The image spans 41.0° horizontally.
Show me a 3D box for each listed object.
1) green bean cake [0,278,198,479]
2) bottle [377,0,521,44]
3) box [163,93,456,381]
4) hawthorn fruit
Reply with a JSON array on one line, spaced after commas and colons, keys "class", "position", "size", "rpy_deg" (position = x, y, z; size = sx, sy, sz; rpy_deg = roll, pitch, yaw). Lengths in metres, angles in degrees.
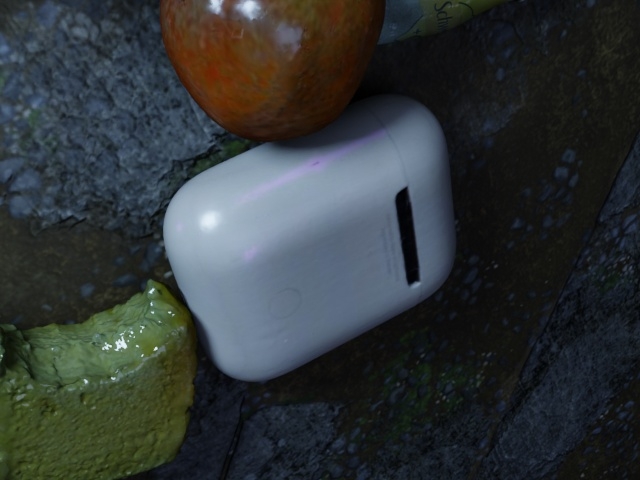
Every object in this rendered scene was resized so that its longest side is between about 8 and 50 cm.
[{"class": "green bean cake", "position": [-0.265, 0.157, 0.943], "size": [0.236, 0.124, 0.232], "rpy_deg": [-8, 124, -29]}, {"class": "bottle", "position": [0.140, -0.274, 0.955], "size": [0.270, 0.083, 0.083], "rpy_deg": [-16, 127, -26]}, {"class": "box", "position": [0.001, 0.001, 1.004], "size": [0.349, 0.141, 0.288], "rpy_deg": [-26, 129, -17]}, {"class": "hawthorn fruit", "position": [-0.041, -0.189, 0.822], "size": [0.210, 0.210, 0.262], "rpy_deg": [-31, 151, -13]}]
